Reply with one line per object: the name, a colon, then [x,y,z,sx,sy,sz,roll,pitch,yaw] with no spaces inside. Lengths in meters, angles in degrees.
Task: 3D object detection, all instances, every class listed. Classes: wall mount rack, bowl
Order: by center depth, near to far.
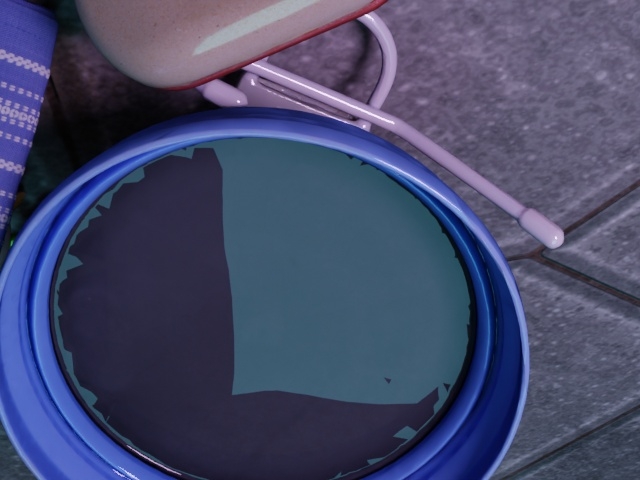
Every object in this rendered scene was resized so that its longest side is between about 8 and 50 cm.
bowl: [-0.044,0.083,0.837,0.391,0.077,0.391,0,118,1]
wall mount rack: [0.000,0.000,0.900,0.304,0.130,0.350,21,117,-15]

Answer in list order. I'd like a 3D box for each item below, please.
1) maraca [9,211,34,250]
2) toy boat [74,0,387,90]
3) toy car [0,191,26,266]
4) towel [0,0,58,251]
maraca: [-0.234,0.044,1.037,0.127,0.099,0.186,-16,130,-30]
toy boat: [-0.046,-0.187,0.747,0.231,0.151,0.151,-21,174,13]
toy car: [-0.344,0.010,0.908,0.210,0.219,0.238,-36,168,33]
towel: [-0.318,-0.036,0.726,0.243,0.336,0.040,19,172,-36]
